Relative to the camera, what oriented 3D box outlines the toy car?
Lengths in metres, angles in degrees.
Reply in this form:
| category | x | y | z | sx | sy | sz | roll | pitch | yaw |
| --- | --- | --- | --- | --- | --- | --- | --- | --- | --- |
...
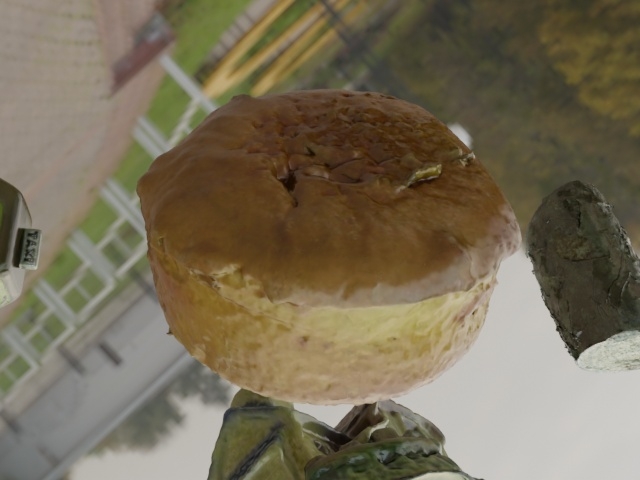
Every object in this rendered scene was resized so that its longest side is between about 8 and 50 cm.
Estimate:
| category | x | y | z | sx | sy | sz | roll | pitch | yaw |
| --- | --- | --- | --- | --- | --- | --- | --- | --- | --- |
| toy car | -0.417 | 0.009 | 1.704 | 0.204 | 0.198 | 0.248 | 97 | -2 | -67 |

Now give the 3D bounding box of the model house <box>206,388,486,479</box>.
| category | x | y | z | sx | sy | sz | roll | pitch | yaw |
| --- | --- | --- | --- | --- | --- | --- | --- | --- | --- |
| model house | 0.039 | 0.267 | 1.695 | 0.261 | 0.321 | 0.266 | -48 | -137 | 15 |

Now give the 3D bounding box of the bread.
| category | x | y | z | sx | sy | sz | roll | pitch | yaw |
| --- | --- | --- | --- | --- | --- | --- | --- | --- | --- |
| bread | 0.000 | 0.000 | 1.015 | 0.268 | 0.268 | 0.146 | -44 | 145 | -51 |

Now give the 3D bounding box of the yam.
| category | x | y | z | sx | sy | sz | roll | pitch | yaw |
| --- | --- | --- | --- | --- | --- | --- | --- | --- | --- |
| yam | 0.255 | 0.040 | 1.397 | 0.107 | 0.183 | 0.107 | -14 | 147 | -9 |
